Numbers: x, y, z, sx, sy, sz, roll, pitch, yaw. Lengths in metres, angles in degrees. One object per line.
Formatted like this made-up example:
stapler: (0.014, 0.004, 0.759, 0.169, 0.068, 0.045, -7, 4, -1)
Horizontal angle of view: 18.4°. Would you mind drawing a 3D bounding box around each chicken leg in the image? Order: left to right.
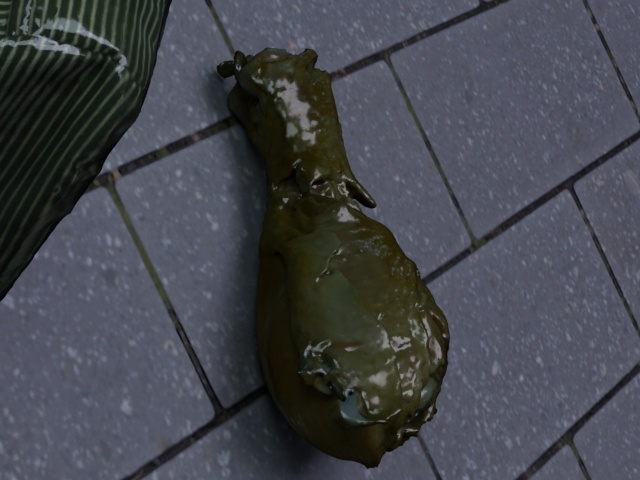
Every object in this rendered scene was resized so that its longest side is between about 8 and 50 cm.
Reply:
chicken leg: (0.000, 0.000, 1.723, 0.201, 0.152, 0.429, 8, 57, -43)

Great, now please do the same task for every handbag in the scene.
handbag: (-0.264, -0.097, 1.281, 0.240, 0.340, 0.247, 26, 46, -21)
